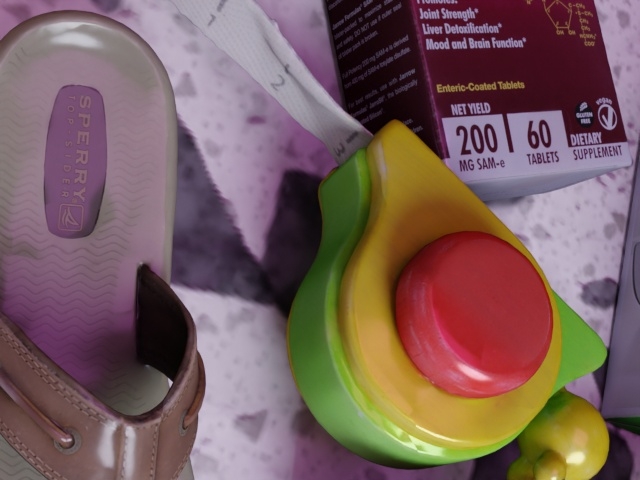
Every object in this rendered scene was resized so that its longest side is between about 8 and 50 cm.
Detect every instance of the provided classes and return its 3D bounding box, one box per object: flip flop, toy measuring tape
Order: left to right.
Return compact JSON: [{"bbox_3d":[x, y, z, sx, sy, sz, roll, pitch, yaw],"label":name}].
[{"bbox_3d":[-0.087,0.041,0.369,0.112,0.080,0.277,5,80,-30],"label":"flip flop"},{"bbox_3d":[0.000,0.000,0.424,0.330,0.121,0.121,44,61,-5],"label":"toy measuring tape"}]

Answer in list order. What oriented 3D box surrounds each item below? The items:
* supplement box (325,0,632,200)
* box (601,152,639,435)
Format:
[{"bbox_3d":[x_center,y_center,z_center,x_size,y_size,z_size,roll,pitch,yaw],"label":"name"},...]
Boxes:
[{"bbox_3d":[0.071,-0.142,0.512,0.130,0.073,0.239,-8,83,-32],"label":"supplement box"},{"bbox_3d":[0.303,0.000,0.511,0.127,0.262,0.231,24,69,-25],"label":"box"}]
